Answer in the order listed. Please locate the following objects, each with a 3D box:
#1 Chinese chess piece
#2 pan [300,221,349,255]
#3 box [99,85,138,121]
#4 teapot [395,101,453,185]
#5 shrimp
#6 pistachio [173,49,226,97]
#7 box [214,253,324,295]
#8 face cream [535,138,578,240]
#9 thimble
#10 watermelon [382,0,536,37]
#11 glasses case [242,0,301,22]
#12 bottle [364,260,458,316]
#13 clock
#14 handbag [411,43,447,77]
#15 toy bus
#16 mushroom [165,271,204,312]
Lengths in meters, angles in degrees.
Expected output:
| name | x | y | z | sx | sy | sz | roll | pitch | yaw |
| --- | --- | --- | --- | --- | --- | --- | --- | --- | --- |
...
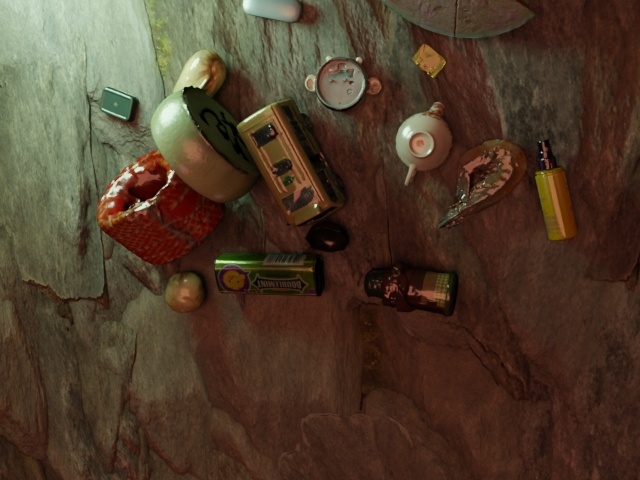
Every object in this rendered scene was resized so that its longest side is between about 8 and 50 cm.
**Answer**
| name | x | y | z | sx | sy | sz | roll | pitch | yaw |
| --- | --- | --- | --- | --- | --- | --- | --- | --- | --- |
| Chinese chess piece | -0.317 | -0.275 | 1.678 | 0.146 | 0.349 | 0.349 | -36 | 91 | 18 |
| pan | -0.009 | -0.010 | 1.807 | 0.202 | 0.048 | 0.128 | -11 | 138 | 29 |
| box | -0.667 | -0.449 | 1.923 | 0.126 | 0.031 | 0.091 | 24 | 110 | 9 |
| teapot | 0.286 | -0.264 | 1.644 | 0.159 | 0.116 | 0.245 | 25 | 116 | -2 |
| shrimp | 0.433 | -0.157 | 1.643 | 0.317 | 0.062 | 0.164 | -43 | 84 | 18 |
| pistachio | -0.368 | -0.491 | 1.781 | 0.200 | 0.117 | 0.145 | -43 | 52 | 32 |
| box | -0.162 | 0.111 | 1.870 | 0.346 | 0.097 | 0.134 | 1 | 115 | 16 |
| face cream | 0.628 | -0.138 | 1.575 | 0.078 | 0.078 | 0.273 | -13 | 99 | 20 |
| thimble | -0.481 | -0.102 | 1.759 | 0.350 | 0.350 | 0.230 | -23 | 131 | 21 |
| watermelon | 0.354 | -0.674 | 1.472 | 0.292 | 0.319 | 0.222 | 23 | 79 | -28 |
| glasses case | -0.141 | -0.678 | 1.693 | 0.179 | 0.045 | 0.067 | 15 | 108 | 12 |
| bottle | 0.264 | 0.138 | 1.726 | 0.271 | 0.143 | 0.156 | 8 | 105 | 17 |
| clock | 0.061 | -0.451 | 1.680 | 0.229 | 0.063 | 0.155 | 8 | 107 | 14 |
| handbag | 0.302 | -0.496 | 1.613 | 0.083 | 0.027 | 0.061 | 41 | 112 | 7 |
| toy bus | -0.082 | -0.218 | 1.710 | 0.177 | 0.202 | 0.365 | -27 | 95 | 21 |
| mushroom | -0.459 | 0.176 | 1.976 | 0.148 | 0.112 | 0.147 | 3 | 102 | 15 |
